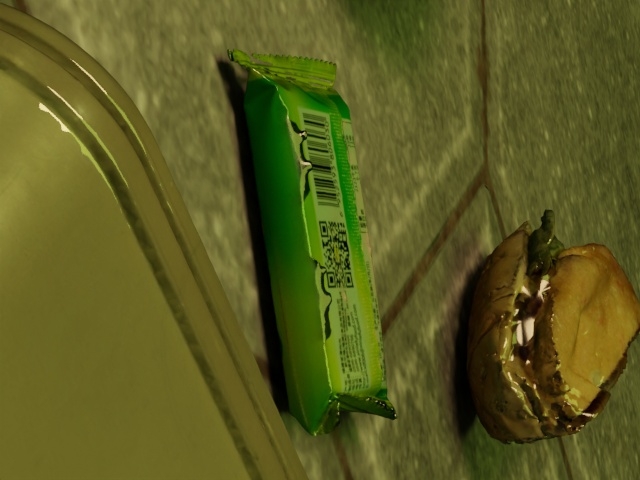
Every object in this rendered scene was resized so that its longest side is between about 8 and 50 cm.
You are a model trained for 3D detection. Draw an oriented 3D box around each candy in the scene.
[{"bbox_3d":[-0.001,0.000,0.816,0.102,0.032,0.178,2,79,-70],"label":"candy"}]

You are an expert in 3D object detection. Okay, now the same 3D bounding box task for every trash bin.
[{"bbox_3d":[-0.109,0.100,0.425,0.243,0.121,0.247,67,30,-28],"label":"trash bin"}]

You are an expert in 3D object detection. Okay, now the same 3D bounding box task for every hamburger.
[{"bbox_3d":[0.124,0.041,1.037,0.102,0.087,0.176,63,33,-13],"label":"hamburger"}]
